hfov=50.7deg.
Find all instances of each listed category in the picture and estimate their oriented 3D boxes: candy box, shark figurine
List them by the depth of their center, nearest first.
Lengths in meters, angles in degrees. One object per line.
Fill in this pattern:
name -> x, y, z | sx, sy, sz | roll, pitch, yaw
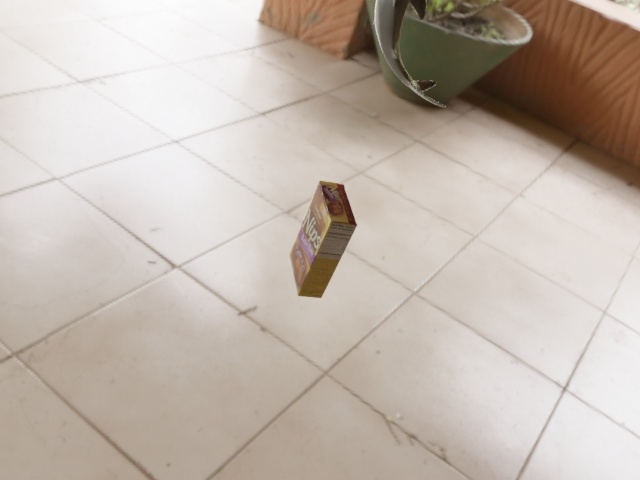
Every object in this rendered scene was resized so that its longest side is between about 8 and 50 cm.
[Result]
shark figurine -> 0.129, -0.348, 1.031 | 0.166, 0.279, 0.116 | 1, 11, -13
candy box -> 0.000, 0.000, 1.198 | 0.053, 0.187, 0.109 | 7, 41, -21
